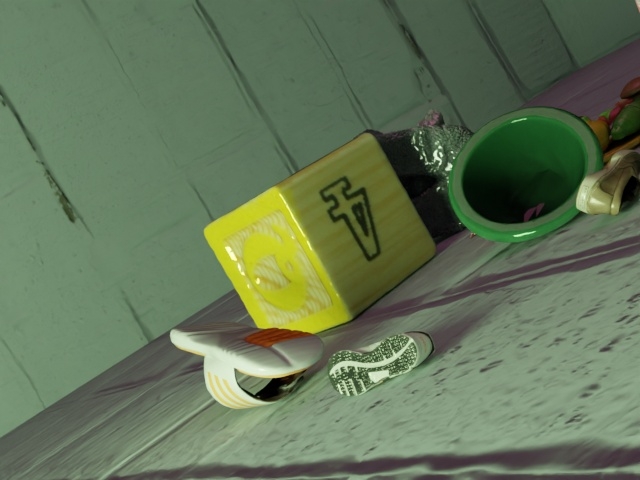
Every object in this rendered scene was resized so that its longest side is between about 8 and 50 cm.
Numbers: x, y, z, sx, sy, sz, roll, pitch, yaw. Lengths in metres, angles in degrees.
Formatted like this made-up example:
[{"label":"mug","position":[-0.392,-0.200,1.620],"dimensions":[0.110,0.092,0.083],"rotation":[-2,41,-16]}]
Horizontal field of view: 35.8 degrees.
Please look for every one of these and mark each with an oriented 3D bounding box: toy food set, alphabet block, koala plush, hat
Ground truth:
[{"label":"toy food set","position":[0.406,-0.168,1.331],"dimensions":[0.218,0.071,0.128],"rotation":[-32,4,-26]},{"label":"alphabet block","position":[0.000,0.000,1.321],"dimensions":[0.197,0.193,0.192],"rotation":[-34,4,-39]},{"label":"koala plush","position":[0.174,-0.102,1.512],"dimensions":[0.203,0.196,0.221],"rotation":[-17,7,16]},{"label":"hat","position":[0.257,-0.038,1.151],"dimensions":[0.173,0.183,0.208],"rotation":[-36,45,6]}]

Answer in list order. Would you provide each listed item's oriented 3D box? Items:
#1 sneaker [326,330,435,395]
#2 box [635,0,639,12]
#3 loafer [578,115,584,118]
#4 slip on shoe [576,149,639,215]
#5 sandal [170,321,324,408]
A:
[{"label":"sneaker","position":[0.051,0.103,0.833],"dimensions":[0.109,0.040,0.043],"rotation":[-22,-8,41]},{"label":"box","position":[0.493,-0.279,1.082],"dimensions":[0.154,0.142,0.300],"rotation":[-29,18,-10]},{"label":"loafer","position":[0.343,-0.140,1.543],"dimensions":[0.170,0.062,0.061],"rotation":[-29,9,37]},{"label":"slip on shoe","position":[0.296,-0.055,0.975],"dimensions":[0.041,0.051,0.135],"rotation":[20,25,30]},{"label":"sandal","position":[-0.078,0.133,1.040],"dimensions":[0.102,0.076,0.265],"rotation":[-8,5,-28]}]
